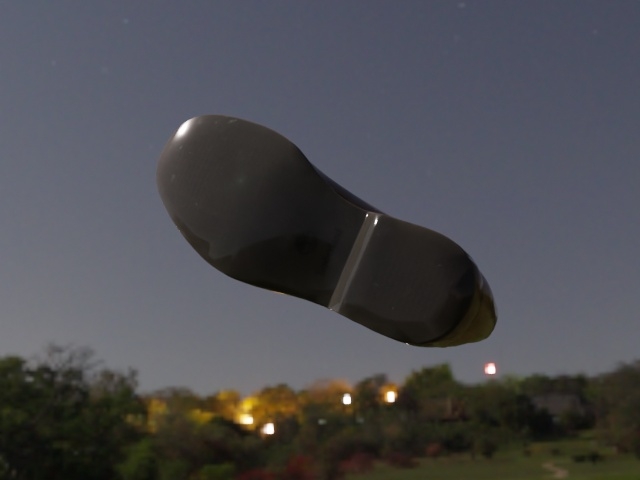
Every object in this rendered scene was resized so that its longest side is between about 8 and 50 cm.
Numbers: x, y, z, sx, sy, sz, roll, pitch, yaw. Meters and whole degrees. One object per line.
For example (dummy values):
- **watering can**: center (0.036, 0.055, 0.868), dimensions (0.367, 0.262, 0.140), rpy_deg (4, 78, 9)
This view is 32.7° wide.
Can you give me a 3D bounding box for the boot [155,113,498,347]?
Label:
- **boot**: center (0.000, 0.000, 0.841), dimensions (0.305, 0.112, 0.115), rpy_deg (30, 2, 28)
